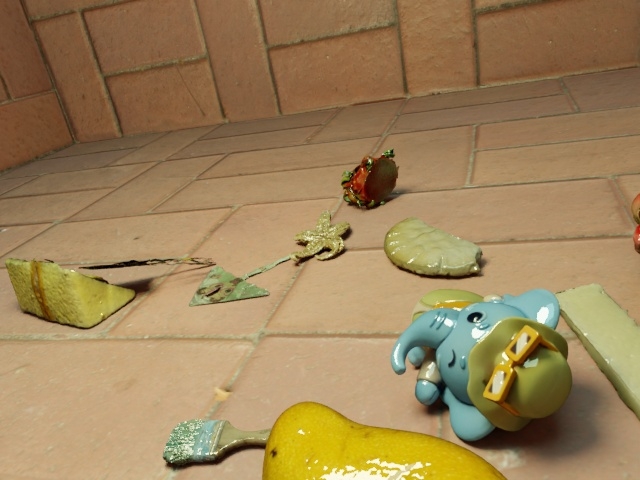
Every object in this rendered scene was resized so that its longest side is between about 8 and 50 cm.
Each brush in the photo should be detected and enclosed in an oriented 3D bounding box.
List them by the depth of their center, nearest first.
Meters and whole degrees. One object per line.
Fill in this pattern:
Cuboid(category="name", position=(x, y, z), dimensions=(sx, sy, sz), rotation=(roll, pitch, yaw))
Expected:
Cuboid(category="brush", position=(-0.105, 0.257, 0.703), dimensions=(0.197, 0.021, 0.070), rotation=(-7, 25, 9))

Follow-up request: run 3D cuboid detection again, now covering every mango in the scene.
Cuboid(category="mango", position=(0.060, 0.256, 0.513), dimensions=(0.295, 0.120, 0.177), rotation=(9, 38, 42))

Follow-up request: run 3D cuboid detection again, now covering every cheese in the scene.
Cuboid(category="cheese", position=(0.398, 0.161, 0.672), dimensions=(0.085, 0.034, 0.400), rotation=(-9, 23, 5))

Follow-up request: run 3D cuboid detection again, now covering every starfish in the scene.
Cuboid(category="starfish", position=(-0.003, -0.009, 1.222), dimensions=(0.150, 0.053, 0.210), rotation=(3, 29, 40))

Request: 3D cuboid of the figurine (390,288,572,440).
Cuboid(category="figurine", position=(0.193, 0.147, 0.696), dimensions=(0.180, 0.153, 0.262), rotation=(-35, 15, -27))

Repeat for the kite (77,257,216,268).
Cuboid(category="kite", position=(-0.369, 0.049, 1.176), dimensions=(0.286, 0.015, 0.152), rotation=(-2, -4, -14))

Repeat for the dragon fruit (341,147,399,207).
Cuboid(category="dragon fruit", position=(0.117, -0.150, 1.385), dimensions=(0.175, 0.138, 0.142), rotation=(-7, 44, 39))

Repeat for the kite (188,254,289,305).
Cuboid(category="kite", position=(-0.169, 0.080, 1.150), dimensions=(0.250, 0.012, 0.229), rotation=(-25, 28, -30))

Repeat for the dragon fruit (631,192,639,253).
Cuboid(category="dragon fruit", position=(0.551, -0.032, 0.719), dimensions=(0.237, 0.302, 0.231), rotation=(-1, 51, 11))

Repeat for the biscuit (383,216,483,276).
Cuboid(category="biscuit", position=(0.202, 0.014, 1.090), dimensions=(0.142, 0.038, 0.290), rotation=(-19, 25, -16))

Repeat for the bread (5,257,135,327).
Cuboid(category="bread", position=(-0.547, 0.104, 1.160), dimensions=(0.266, 0.178, 0.141), rotation=(2, 58, 35))
